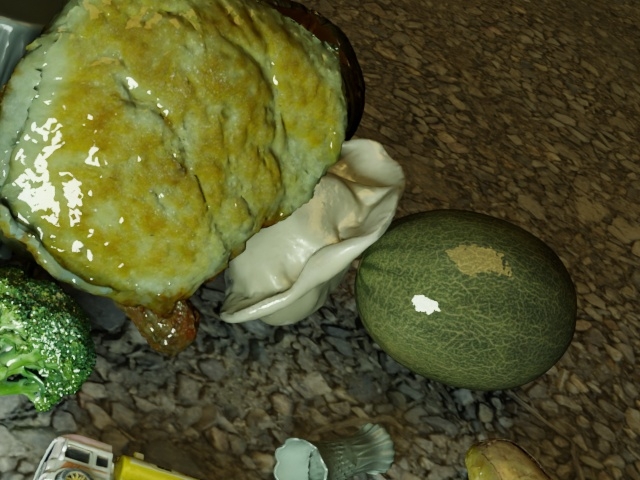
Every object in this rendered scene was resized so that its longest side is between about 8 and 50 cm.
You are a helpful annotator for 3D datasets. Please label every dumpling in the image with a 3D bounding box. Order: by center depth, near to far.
[{"bbox_3d":[0.000,0.000,1.748,0.187,0.243,0.318,57,37,-38],"label":"dumpling"}]

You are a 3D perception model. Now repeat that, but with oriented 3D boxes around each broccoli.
[{"bbox_3d":[-0.330,0.101,1.440,0.195,0.195,0.156,36,52,12],"label":"broccoli"}]

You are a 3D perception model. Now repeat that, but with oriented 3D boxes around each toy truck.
[{"bbox_3d":[-0.185,0.274,1.361,0.227,0.098,0.114,21,29,-17],"label":"toy truck"}]

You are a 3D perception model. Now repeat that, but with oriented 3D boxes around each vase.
[{"bbox_3d":[0.024,0.256,1.568,0.149,0.081,0.081,-6,45,-48],"label":"vase"}]

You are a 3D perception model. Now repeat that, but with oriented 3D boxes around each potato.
[{"bbox_3d":[0.241,0.313,1.644,0.107,0.080,0.170,-19,51,-40],"label":"potato"}]

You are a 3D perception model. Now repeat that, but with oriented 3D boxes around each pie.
[{"bbox_3d":[-0.182,-0.124,1.523,0.395,0.418,0.180,39,-5,-34],"label":"pie"}]

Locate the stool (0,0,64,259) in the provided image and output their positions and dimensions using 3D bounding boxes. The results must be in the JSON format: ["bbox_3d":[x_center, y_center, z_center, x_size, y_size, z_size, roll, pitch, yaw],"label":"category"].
[{"bbox_3d":[-0.420,-0.189,1.616,0.297,0.330,0.297,19,33,-13],"label":"stool"}]

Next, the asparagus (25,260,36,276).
[{"bbox_3d":[-0.350,0.057,1.617,0.018,0.015,0.127,23,31,-26],"label":"asparagus"}]

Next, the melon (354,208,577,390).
[{"bbox_3d":[0.190,0.076,1.793,0.302,0.237,0.237,17,33,-14],"label":"melon"}]

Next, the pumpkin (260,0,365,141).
[{"bbox_3d":[-0.074,-0.258,2.097,0.321,0.192,0.320,24,36,-20],"label":"pumpkin"}]
